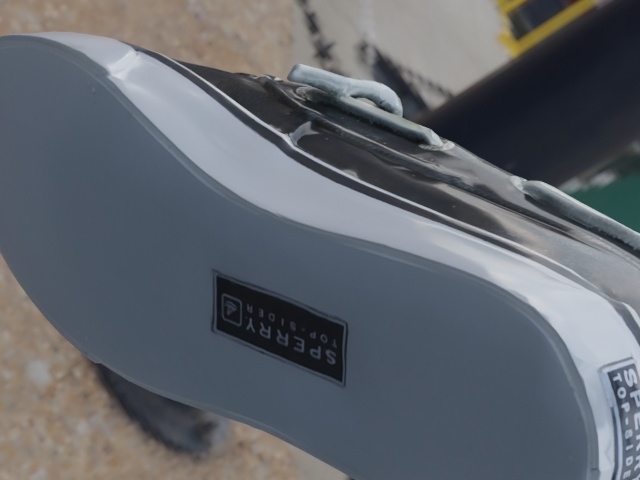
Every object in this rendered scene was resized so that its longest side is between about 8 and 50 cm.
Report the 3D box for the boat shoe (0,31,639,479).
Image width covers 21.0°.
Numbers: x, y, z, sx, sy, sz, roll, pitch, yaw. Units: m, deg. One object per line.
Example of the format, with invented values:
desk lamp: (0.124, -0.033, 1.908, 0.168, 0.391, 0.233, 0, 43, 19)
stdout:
boat shoe: (0.001, -0.004, 0.574, 0.105, 0.306, 0.113, -19, 118, -43)
